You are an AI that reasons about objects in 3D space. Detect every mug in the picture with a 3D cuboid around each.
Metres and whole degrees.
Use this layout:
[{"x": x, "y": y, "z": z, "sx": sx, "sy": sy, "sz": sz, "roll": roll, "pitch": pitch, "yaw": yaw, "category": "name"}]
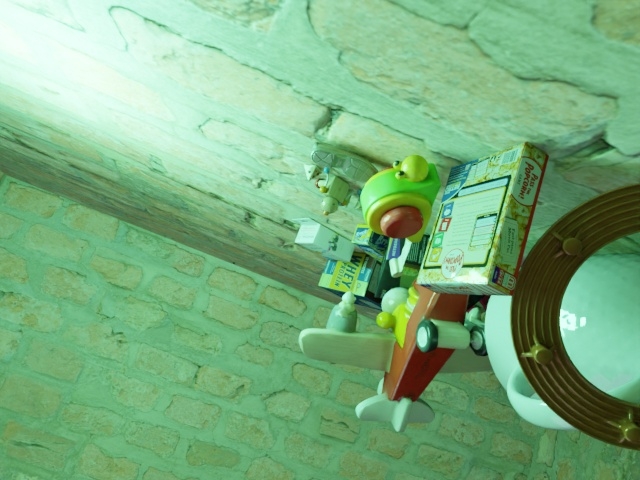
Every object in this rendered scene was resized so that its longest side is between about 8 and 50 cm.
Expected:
[{"x": 0.456, "y": 0.175, "z": 0.717, "sx": 0.328, "sy": 0.373, "sz": 0.277, "roll": -22, "pitch": 94, "yaw": 61, "category": "mug"}]

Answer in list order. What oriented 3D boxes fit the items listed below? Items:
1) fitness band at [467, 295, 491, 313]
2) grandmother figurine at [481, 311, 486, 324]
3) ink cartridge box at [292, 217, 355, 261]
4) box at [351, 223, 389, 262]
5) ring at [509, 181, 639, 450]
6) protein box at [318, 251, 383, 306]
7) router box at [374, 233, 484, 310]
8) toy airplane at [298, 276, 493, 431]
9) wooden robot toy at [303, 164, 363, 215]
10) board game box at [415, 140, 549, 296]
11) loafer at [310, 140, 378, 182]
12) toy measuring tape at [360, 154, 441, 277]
[{"x": 0.463, "y": 0.240, "z": 1.282, "sx": 0.054, "sy": 0.209, "sz": 0.291, "roll": -9, "pitch": 172, "yaw": 1, "category": "fitness band"}, {"x": 0.538, "y": 0.286, "z": 1.547, "sx": 0.103, "sy": 0.208, "sz": 0.342, "roll": -21, "pitch": 178, "yaw": -5, "category": "grandmother figurine"}, {"x": 0.000, "y": 0.000, "z": 1.329, "sx": 0.181, "sy": 0.062, "sz": 0.104, "roll": 29, "pitch": 164, "yaw": -30, "category": "ink cartridge box"}, {"x": 0.157, "y": 0.017, "z": 1.175, "sx": 0.059, "sy": 0.054, "sz": 0.168, "roll": 6, "pitch": 161, "yaw": 46, "category": "box"}, {"x": 0.404, "y": 0.097, "z": 0.532, "sx": 0.336, "sy": 0.337, "sz": 0.032, "roll": 18, "pitch": -169, "yaw": 9, "category": "ring"}, {"x": 0.145, "y": 0.137, "z": 1.499, "sx": 0.199, "sy": 0.136, "sz": 0.201, "roll": 8, "pitch": 162, "yaw": 45, "category": "protein box"}, {"x": 0.267, "y": 0.086, "z": 1.088, "sx": 0.242, "sy": 0.081, "sz": 0.309, "roll": 11, "pitch": 158, "yaw": 7, "category": "router box"}, {"x": 0.199, "y": 0.234, "z": 1.017, "sx": 0.384, "sy": 0.273, "sz": 0.386, "roll": -29, "pitch": 128, "yaw": 14, "category": "toy airplane"}, {"x": 0.025, "y": -0.083, "z": 0.916, "sx": 0.173, "sy": 0.079, "sz": 0.076, "roll": 29, "pitch": 164, "yaw": -31, "category": "wooden robot toy"}, {"x": 0.214, "y": -0.023, "z": 0.614, "sx": 0.045, "sy": 0.194, "sz": 0.146, "roll": 25, "pitch": 167, "yaw": -19, "category": "board game box"}, {"x": 0.044, "y": -0.139, "z": 0.770, "sx": 0.125, "sy": 0.039, "sz": 0.045, "roll": 18, "pitch": 137, "yaw": -16, "category": "loafer"}, {"x": 0.121, "y": -0.028, "z": 0.798, "sx": 0.121, "sy": 0.122, "sz": 0.330, "roll": 18, "pitch": 147, "yaw": 9, "category": "toy measuring tape"}]
